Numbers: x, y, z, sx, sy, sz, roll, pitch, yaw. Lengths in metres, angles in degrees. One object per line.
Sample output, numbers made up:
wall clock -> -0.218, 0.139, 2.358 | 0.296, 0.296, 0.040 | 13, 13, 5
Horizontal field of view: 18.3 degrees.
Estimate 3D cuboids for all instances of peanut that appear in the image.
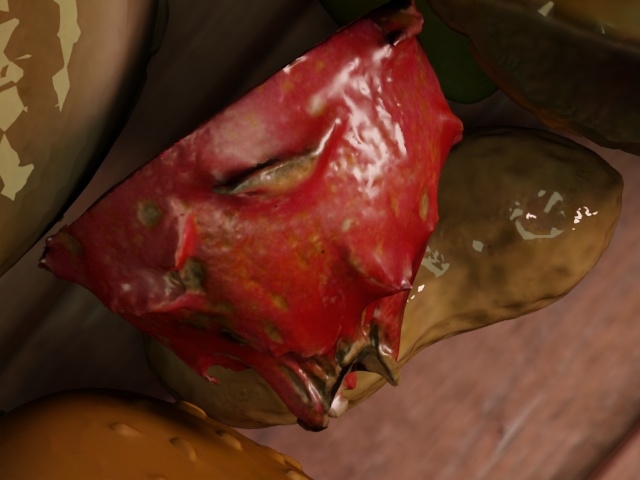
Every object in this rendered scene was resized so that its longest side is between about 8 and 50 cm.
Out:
peanut -> 0.024, 0.013, 0.752 | 0.192, 0.089, 0.089 | -27, 107, 0

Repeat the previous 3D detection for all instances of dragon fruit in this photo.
dragon fruit -> 0.000, 0.000, 0.655 | 0.153, 0.153, 0.111 | -37, 94, 2

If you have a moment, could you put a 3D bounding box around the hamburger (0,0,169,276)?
hamburger -> -0.188, -0.096, 0.650 | 0.302, 0.170, 0.302 | -2, 109, -6

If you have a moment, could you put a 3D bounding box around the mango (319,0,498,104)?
mango -> 0.039, -0.172, 0.704 | 0.137, 0.091, 0.237 | 12, 103, -5

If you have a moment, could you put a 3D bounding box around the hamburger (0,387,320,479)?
hamburger -> -0.058, 0.177, 0.693 | 0.212, 0.274, 0.274 | -45, 107, 7

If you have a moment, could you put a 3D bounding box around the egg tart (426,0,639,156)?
egg tart -> 0.215, -0.200, 0.591 | 0.443, 0.178, 0.443 | -4, 112, -11
